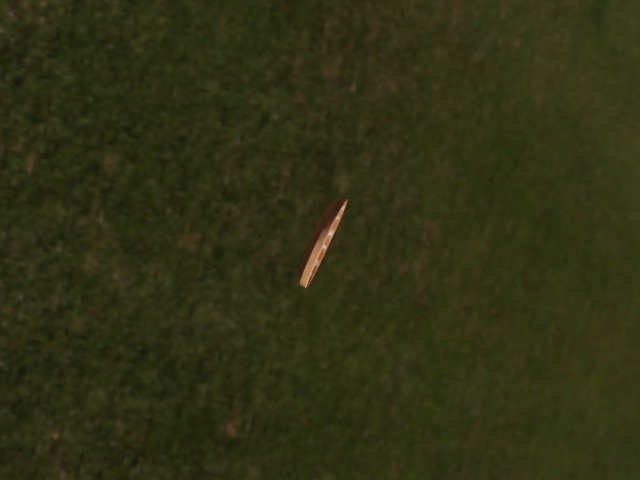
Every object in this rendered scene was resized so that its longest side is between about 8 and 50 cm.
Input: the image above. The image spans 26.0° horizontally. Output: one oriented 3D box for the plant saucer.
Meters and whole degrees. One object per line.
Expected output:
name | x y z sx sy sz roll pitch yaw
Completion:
plant saucer | 0.000 0.000 1.179 0.083 0.013 0.084 25 90 -86
